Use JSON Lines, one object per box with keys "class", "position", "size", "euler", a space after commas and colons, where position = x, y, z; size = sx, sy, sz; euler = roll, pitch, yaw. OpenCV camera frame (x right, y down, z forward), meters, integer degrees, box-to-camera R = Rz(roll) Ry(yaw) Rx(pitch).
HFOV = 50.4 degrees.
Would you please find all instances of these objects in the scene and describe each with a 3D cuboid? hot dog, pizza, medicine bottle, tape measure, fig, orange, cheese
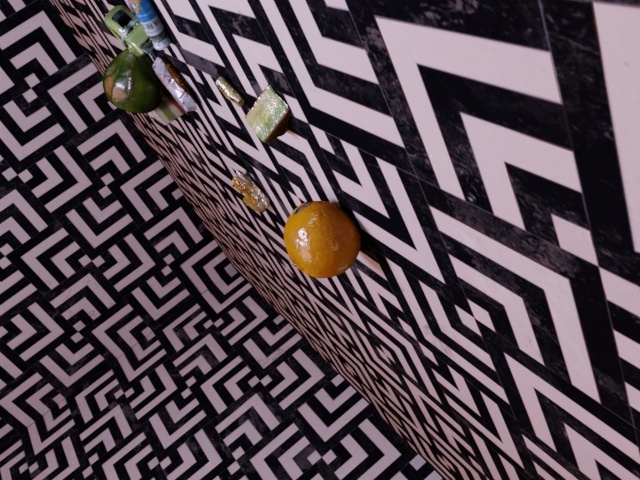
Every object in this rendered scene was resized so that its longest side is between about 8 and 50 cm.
{"class": "hot dog", "position": [-0.422, -0.455, 1.971], "size": [0.192, 0.053, 0.099], "euler": [52, 167, 15]}
{"class": "pizza", "position": [-0.219, -0.151, 2.081], "size": [0.182, 0.062, 0.161], "euler": [37, 159, 55]}
{"class": "medicine bottle", "position": [-0.433, -0.564, 1.694], "size": [0.051, 0.051, 0.191], "euler": [43, 166, 36]}
{"class": "tape measure", "position": [-0.523, -0.580, 1.888], "size": [0.154, 0.087, 0.177], "euler": [43, 173, -19]}
{"class": "fig", "position": [-0.596, -0.528, 2.191], "size": [0.195, 0.195, 0.244], "euler": [44, 129, 32]}
{"class": "orange", "position": [0.002, -0.002, 1.480], "size": [0.178, 0.155, 0.177], "euler": [38, 153, 23]}
{"class": "cheese", "position": [-0.206, -0.339, 1.558], "size": [0.083, 0.030, 0.044], "euler": [46, -171, 4]}

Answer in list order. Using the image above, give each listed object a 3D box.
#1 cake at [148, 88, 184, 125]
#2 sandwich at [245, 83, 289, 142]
{"class": "cake", "position": [-0.538, -0.445, 2.340], "size": [0.220, 0.086, 0.116], "euler": [46, 166, 26]}
{"class": "sandwich", "position": [-0.088, -0.266, 1.379], "size": [0.074, 0.074, 0.116], "euler": [51, 136, 6]}
